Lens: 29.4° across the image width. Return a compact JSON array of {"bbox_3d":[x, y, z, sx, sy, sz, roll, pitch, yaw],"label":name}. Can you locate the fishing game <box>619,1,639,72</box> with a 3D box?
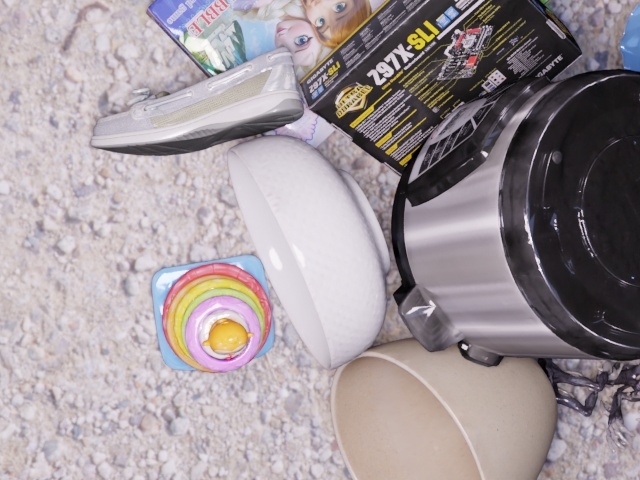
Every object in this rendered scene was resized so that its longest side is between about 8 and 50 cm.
[{"bbox_3d":[0.553,-0.308,1.915,0.189,0.041,0.264,-28,106,-6],"label":"fishing game"}]

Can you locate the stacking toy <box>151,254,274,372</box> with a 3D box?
[{"bbox_3d":[-0.136,0.121,1.695,0.175,0.302,0.166,-9,96,-10],"label":"stacking toy"}]

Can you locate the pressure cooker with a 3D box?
[{"bbox_3d":[0.297,-0.017,1.626,0.369,0.420,0.376,4,85,-23],"label":"pressure cooker"}]

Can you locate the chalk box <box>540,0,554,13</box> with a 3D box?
[{"bbox_3d":[0.273,-0.384,1.812,0.132,0.132,0.213,-42,100,-4],"label":"chalk box"}]

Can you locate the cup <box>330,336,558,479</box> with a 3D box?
[{"bbox_3d":[0.207,0.269,1.787,0.237,0.331,0.331,-24,99,-33],"label":"cup"}]

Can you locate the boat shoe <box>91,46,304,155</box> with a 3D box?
[{"bbox_3d":[-0.179,-0.189,1.726,0.320,0.118,0.103,-12,82,21],"label":"boat shoe"}]

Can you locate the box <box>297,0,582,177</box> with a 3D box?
[{"bbox_3d":[0.170,-0.244,1.722,0.322,0.079,0.257,-41,129,20],"label":"box"}]

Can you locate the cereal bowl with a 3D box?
[{"bbox_3d":[0.000,0.000,1.695,0.141,0.339,0.339,-25,98,-9],"label":"cereal bowl"}]

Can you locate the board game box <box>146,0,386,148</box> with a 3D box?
[{"bbox_3d":[-0.034,-0.330,1.797,0.318,0.066,0.318,-45,100,-3],"label":"board game box"}]

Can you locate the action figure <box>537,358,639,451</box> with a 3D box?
[{"bbox_3d":[0.472,0.246,1.885,0.275,0.164,0.141,2,53,-5],"label":"action figure"}]
